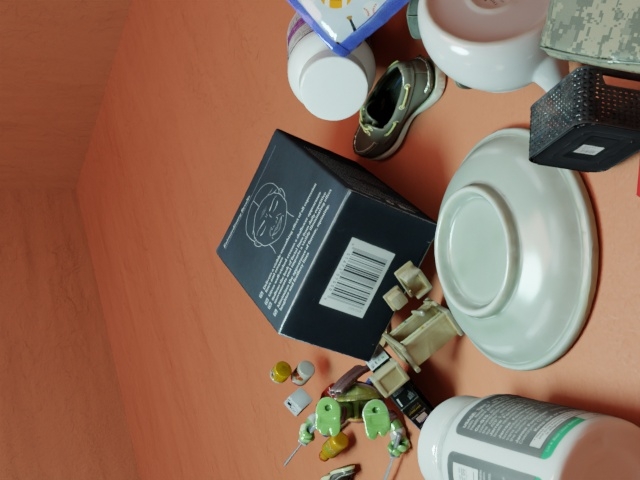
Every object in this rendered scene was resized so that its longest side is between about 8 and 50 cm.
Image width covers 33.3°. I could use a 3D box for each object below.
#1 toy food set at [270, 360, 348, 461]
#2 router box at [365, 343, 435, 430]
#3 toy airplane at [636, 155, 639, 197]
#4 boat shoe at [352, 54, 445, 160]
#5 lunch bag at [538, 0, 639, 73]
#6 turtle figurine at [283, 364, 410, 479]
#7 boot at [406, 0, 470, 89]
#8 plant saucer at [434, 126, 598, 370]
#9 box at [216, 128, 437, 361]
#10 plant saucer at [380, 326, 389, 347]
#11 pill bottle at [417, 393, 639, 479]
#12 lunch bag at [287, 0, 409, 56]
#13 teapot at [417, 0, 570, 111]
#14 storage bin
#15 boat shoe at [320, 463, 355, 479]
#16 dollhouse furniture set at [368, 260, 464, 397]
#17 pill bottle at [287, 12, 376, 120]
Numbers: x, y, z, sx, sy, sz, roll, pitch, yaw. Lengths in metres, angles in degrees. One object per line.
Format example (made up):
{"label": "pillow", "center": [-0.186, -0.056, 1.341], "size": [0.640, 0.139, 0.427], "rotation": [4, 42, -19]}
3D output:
{"label": "toy food set", "center": [-0.021, 0.363, 2.333], "size": [0.232, 0.111, 0.104], "rotation": [46, 141, 9]}
{"label": "router box", "center": [0.154, 0.279, 1.986], "size": [0.046, 0.133, 0.179], "rotation": [-40, 40, 2]}
{"label": "toy airplane", "center": [0.460, -0.121, 1.456], "size": [0.151, 0.028, 0.151], "rotation": [180, 90, -65]}
{"label": "boat shoe", "center": [0.126, -0.249, 2.034], "size": [0.305, 0.091, 0.109], "rotation": [-47, 51, 54]}
{"label": "lunch bag", "center": [0.441, -0.322, 1.278], "size": [0.305, 0.213, 0.256], "rotation": [29, 114, 56]}
{"label": "turtle figurine", "center": [0.066, 0.379, 2.058], "size": [0.274, 0.198, 0.266], "rotation": [-54, -11, -4]}
{"label": "boot", "center": [0.217, -0.361, 1.867], "size": [0.208, 0.076, 0.189], "rotation": [17, 93, 55]}
{"label": "plant saucer", "center": [0.282, 0.015, 1.742], "size": [0.400, 0.101, 0.400], "rotation": [8, 99, 63]}
{"label": "box", "center": [0.000, 0.000, 2.055], "size": [0.293, 0.212, 0.395], "rotation": [-63, 30, 11]}
{"label": "plant saucer", "center": [0.118, 0.181, 2.167], "size": [0.083, 0.015, 0.083], "rotation": [8, 100, 62]}
{"label": "pill bottle", "center": [0.311, 0.338, 1.594], "size": [0.361, 0.204, 0.204], "rotation": [2, 93, 63]}
{"label": "lunch bag", "center": [0.064, -0.551, 1.876], "size": [0.328, 0.239, 0.385], "rotation": [-41, 54, 21]}
{"label": "teapot", "center": [0.271, -0.321, 1.641], "size": [0.187, 0.253, 0.256], "rotation": [64, -151, -57]}
{"label": "storage bin", "center": [0.374, -0.163, 1.474], "size": [0.180, 0.122, 0.084], "rotation": [133, 143, -71]}
{"label": "boat shoe", "center": [0.044, 0.517, 2.305], "size": [0.152, 0.056, 0.049], "rotation": [123, 132, -63]}
{"label": "dollhouse furniture set", "center": [0.126, 0.149, 1.893], "size": [0.161, 0.182, 0.101], "rotation": [55, 172, -21]}
{"label": "pill bottle", "center": [0.020, -0.345, 2.055], "size": [0.301, 0.169, 0.169], "rotation": [-94, 16, -60]}
